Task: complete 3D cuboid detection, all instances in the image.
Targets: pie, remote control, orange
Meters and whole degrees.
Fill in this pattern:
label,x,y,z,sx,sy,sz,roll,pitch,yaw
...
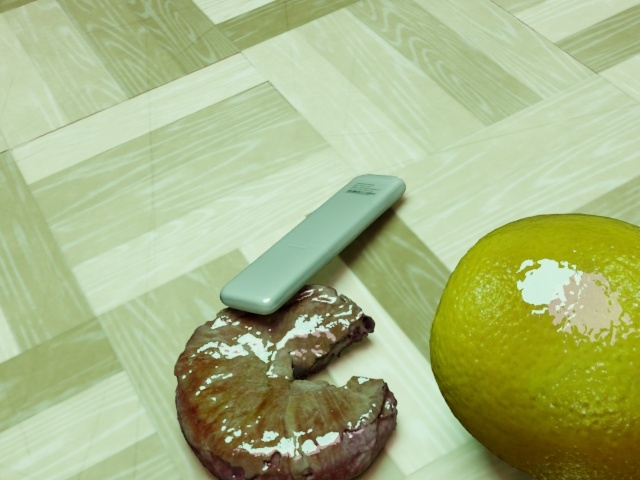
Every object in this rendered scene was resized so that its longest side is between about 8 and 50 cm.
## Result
label,x,y,z,sx,sy,sz,roll,pitch,yaw
pie,-0.032,0.130,0.843,0.204,0.054,0.218,-22,47,-12
remote control,0.000,0.000,0.948,0.067,0.029,0.261,9,35,35
orange,0.205,0.086,0.737,0.236,0.236,0.236,-5,46,5
